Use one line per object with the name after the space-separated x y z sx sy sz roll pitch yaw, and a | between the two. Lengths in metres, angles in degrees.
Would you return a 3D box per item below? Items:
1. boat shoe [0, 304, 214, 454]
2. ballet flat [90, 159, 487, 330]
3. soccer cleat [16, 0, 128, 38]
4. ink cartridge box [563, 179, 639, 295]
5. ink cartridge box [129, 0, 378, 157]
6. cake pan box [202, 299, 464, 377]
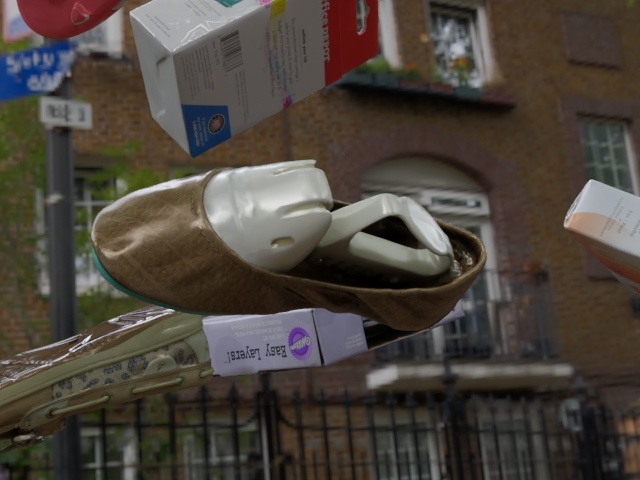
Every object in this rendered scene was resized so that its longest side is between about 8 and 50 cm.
-0.224 0.138 1.006 0.285 0.089 0.104 -21 12 -27 | boat shoe
0.000 0.000 0.836 0.342 0.116 0.124 14 -38 -38 | ballet flat
-0.118 -0.241 0.739 0.083 0.248 0.095 34 18 -1 | soccer cleat
0.270 0.031 0.746 0.179 0.045 0.145 31 -1 40 | ink cartridge box
-0.055 -0.195 1.052 0.231 0.078 0.134 -31 -35 -22 | ink cartridge box
-0.007 0.095 1.238 0.267 0.070 0.245 -11 3 45 | cake pan box
